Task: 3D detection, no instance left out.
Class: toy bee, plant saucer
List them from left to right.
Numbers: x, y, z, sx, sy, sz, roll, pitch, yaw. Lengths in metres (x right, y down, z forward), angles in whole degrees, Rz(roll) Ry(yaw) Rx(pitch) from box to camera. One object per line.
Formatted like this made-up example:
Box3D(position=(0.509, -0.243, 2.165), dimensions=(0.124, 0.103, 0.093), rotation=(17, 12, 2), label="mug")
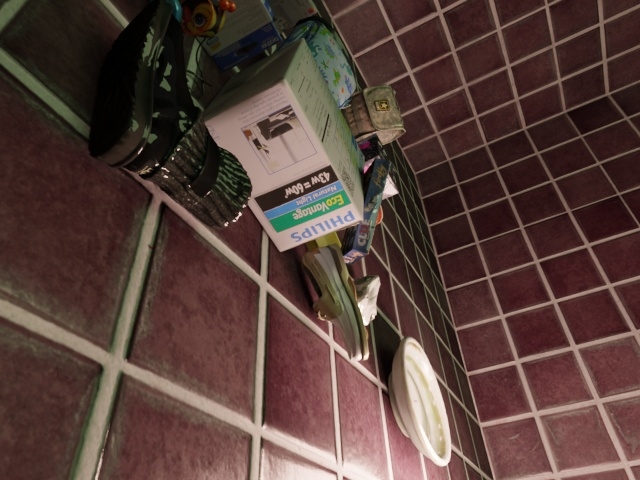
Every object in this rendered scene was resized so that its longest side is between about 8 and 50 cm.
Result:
Box3D(position=(-0.260, -0.487, 0.980), dimensions=(0.298, 0.162, 0.195), rotation=(55, 26, -27), label="toy bee")
Box3D(position=(0.000, 0.000, 1.330), dimensions=(0.188, 0.045, 0.188), rotation=(67, 21, -5), label="plant saucer")
Box3D(position=(0.304, 0.515, 1.512), dimensions=(0.400, 0.101, 0.400), rotation=(51, 27, -39), label="plant saucer")

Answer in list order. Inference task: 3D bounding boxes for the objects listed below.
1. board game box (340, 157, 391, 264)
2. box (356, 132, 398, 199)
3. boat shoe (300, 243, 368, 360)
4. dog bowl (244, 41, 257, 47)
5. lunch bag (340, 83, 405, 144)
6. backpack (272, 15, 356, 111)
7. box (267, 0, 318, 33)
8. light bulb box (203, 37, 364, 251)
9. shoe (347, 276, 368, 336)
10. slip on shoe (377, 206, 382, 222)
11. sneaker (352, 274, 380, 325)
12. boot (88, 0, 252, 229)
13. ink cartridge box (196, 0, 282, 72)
Box3D(position=(0.110, -0.070, 1.196), dimensions=(0.165, 0.042, 0.243), rotation=(130, -24, -74), label="board game box")
Box3D(position=(0.101, -0.199, 1.493), dimensions=(0.163, 0.248, 0.142), rotation=(53, 24, -36), label="box")
Box3D(position=(0.032, 0.159, 1.166), dimensions=(0.113, 0.104, 0.302), rotation=(106, -31, -65), label="boat shoe")
Box3D(position=(-0.249, -0.696, 1.352), dimensions=(0.166, 0.074, 0.296), rotation=(-12, 82, -70), label="dog bowl")
Box3D(position=(0.214, -0.536, 2.066), dimensions=(0.169, 0.287, 0.235), rotation=(26, 47, -62), label="lunch bag")
Box3D(position=(-0.037, -0.476, 1.406), dimensions=(0.355, 0.274, 0.290), rotation=(-48, 122, -28), label="backpack")
Box3D(position=(-0.122, -0.785, 1.600), dimensions=(0.145, 0.186, 0.038), rotation=(13, 58, -66), label="box")
Box3D(position=(-0.067, -0.235, 1.132), dimensions=(0.360, 0.226, 0.357), rotation=(59, 22, -29), label="light bulb box")
Box3D(position=(0.069, 0.188, 1.312), dimensions=(0.058, 0.077, 0.218), rotation=(127, -51, -63), label="shoe")
Box3D(position=(0.158, -0.204, 1.847), dimensions=(0.330, 0.123, 0.101), rotation=(69, 23, -14), label="slip on shoe")
Box3D(position=(0.138, 0.188, 1.462), dimensions=(0.232, 0.091, 0.115), rotation=(-45, 119, -59), label="sneaker")
Box3D(position=(-0.235, -0.210, 0.805), dimensions=(0.260, 0.131, 0.347), rotation=(32, 51, -48), label="boot")
Box3D(position=(-0.240, -0.567, 1.078), dimensions=(0.311, 0.186, 0.065), rotation=(55, 22, -34), label="ink cartridge box")
